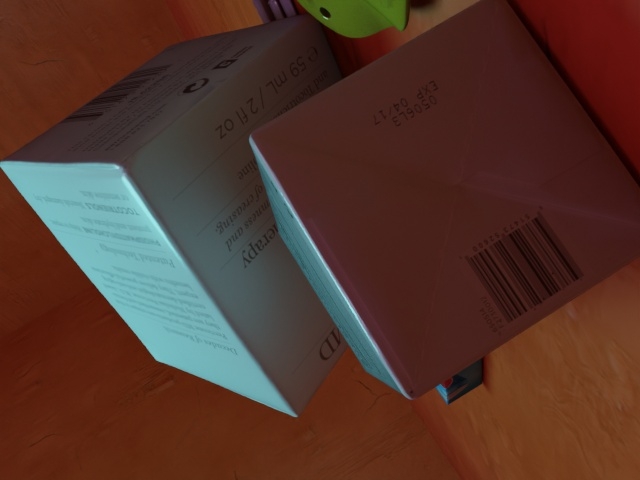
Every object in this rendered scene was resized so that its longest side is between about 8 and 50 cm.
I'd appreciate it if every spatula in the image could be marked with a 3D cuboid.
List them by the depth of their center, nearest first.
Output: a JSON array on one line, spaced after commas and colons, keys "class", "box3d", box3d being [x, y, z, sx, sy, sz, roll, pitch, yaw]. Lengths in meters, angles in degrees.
[{"class": "spatula", "box3d": [-0.090, -0.377, 0.820, 0.242, 0.019, 0.168, 62, 175, -28]}]

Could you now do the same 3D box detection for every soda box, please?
[{"class": "soda box", "box3d": [0.199, 0.176, 0.910, 0.067, 0.071, 0.210, 56, 174, 35]}]

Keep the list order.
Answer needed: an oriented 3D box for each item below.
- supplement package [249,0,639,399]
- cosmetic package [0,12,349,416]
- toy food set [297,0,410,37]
[{"class": "supplement package", "box3d": [0.075, -0.007, 0.469, 0.175, 0.178, 0.293, 58, 175, 8]}, {"class": "cosmetic package", "box3d": [-0.132, -0.040, 0.831, 0.327, 0.329, 0.393, 7, 136, 42]}, {"class": "toy food set", "box3d": [0.022, -0.229, 0.399, 0.128, 0.071, 0.218, 33, 170, 14]}]
